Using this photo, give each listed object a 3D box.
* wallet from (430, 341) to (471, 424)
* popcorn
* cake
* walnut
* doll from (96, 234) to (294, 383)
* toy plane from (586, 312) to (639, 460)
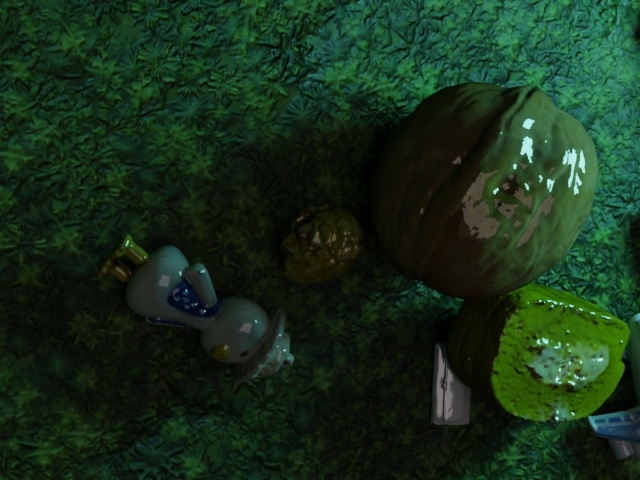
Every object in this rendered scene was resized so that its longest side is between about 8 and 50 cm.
[{"bbox_3d":[0.193,0.210,1.876,0.061,0.025,0.122,1,97,-13],"label":"wallet"},{"bbox_3d":[0.000,0.000,1.739,0.116,0.120,0.106,0,63,-26],"label":"popcorn"},{"bbox_3d":[0.314,0.160,1.840,0.260,0.156,0.179,17,100,-30],"label":"cake"},{"bbox_3d":[0.218,-0.071,1.726,0.313,0.277,0.252,-59,141,-9],"label":"walnut"},{"bbox_3d":[-0.156,0.094,1.694,0.293,0.119,0.138,33,128,-19],"label":"doll"},{"bbox_3d":[0.532,0.233,1.928,0.267,0.122,0.267,1,95,11],"label":"toy plane"}]
